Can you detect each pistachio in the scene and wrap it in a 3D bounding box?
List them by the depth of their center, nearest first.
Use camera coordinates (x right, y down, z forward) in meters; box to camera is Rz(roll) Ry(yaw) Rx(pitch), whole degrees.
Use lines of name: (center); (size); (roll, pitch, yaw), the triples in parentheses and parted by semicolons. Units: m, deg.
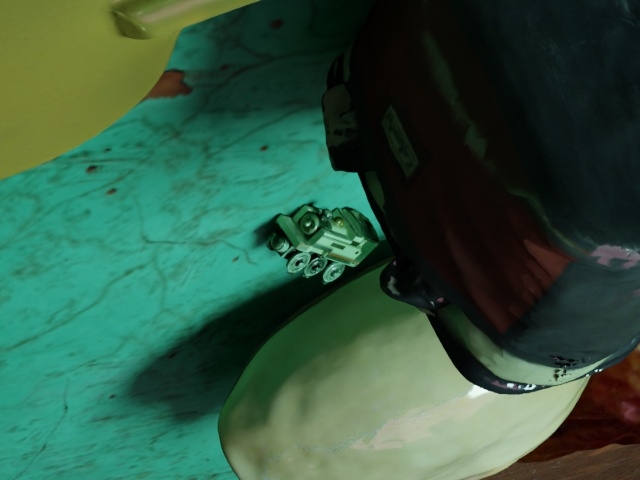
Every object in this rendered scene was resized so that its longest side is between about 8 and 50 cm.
pistachio: (0.069, 0.107, 1.116); (0.299, 0.187, 0.187); (-25, 153, -5)

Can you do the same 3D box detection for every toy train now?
toy train: (0.000, 0.000, 1.030); (0.053, 0.033, 0.083); (-45, 149, 17)

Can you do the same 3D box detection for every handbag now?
handbag: (0.107, -0.050, 0.806); (0.181, 0.254, 0.181); (-12, 154, -26)

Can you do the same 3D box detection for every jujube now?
jujube: (0.253, 0.113, 1.320); (0.255, 0.190, 0.190); (-36, 153, 27)

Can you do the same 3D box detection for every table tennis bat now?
table tennis bat: (-0.114, -0.107, 0.723); (0.320, 0.050, 0.198); (-23, 154, -4)
